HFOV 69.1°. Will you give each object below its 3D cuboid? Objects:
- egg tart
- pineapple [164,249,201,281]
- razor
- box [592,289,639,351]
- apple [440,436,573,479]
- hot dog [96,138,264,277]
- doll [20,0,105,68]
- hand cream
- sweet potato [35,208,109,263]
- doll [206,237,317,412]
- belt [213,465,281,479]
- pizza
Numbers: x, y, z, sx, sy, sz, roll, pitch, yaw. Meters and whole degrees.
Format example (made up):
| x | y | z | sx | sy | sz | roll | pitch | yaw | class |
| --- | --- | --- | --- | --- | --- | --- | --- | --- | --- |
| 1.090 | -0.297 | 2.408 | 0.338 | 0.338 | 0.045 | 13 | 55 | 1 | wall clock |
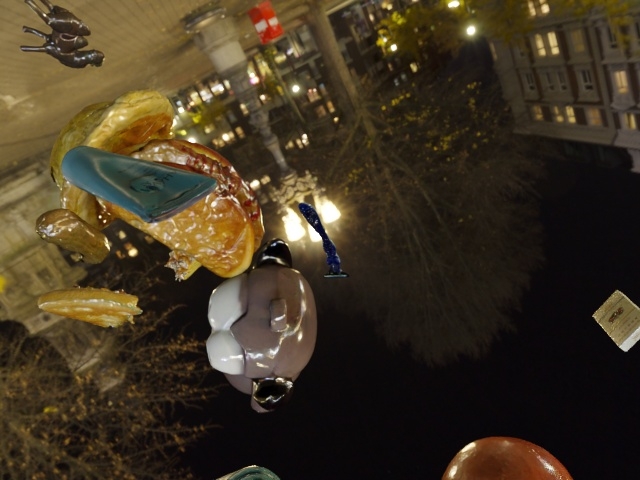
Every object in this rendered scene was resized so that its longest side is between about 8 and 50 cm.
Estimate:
| x | y | z | sx | sy | sz | roll | pitch | yaw | class |
| --- | --- | --- | --- | --- | --- | --- | --- | --- | --- |
| -0.561 | -0.225 | 1.233 | 0.443 | 0.178 | 0.443 | -60 | -176 | 7 | egg tart |
| -0.335 | 0.004 | 1.316 | 0.233 | 0.079 | 0.135 | -45 | 174 | -27 | pineapple |
| 0.002 | -0.002 | 0.726 | 0.044 | 0.154 | 0.028 | -7 | -143 | 27 | razor |
| 0.714 | 0.186 | 1.103 | 0.090 | 0.024 | 0.167 | -58 | 180 | 19 | box |
| 0.330 | 0.492 | 0.838 | 0.252 | 0.271 | 0.206 | 9 | -167 | -19 | apple |
| -0.296 | -0.099 | 1.093 | 0.223 | 0.405 | 0.185 | -50 | -154 | 12 | hot dog |
| -0.548 | -0.434 | 1.000 | 0.139 | 0.165 | 0.057 | -43 | -135 | 39 | doll |
| -0.206 | -0.063 | 0.485 | 0.224 | 0.048 | 0.083 | 17 | -139 | 35 | hand cream |
| -0.441 | 0.001 | 0.857 | 0.233 | 0.081 | 0.062 | 108 | -5 | -71 | sweet potato |
| -0.068 | 0.111 | 0.558 | 0.117 | 0.181 | 0.257 | -1 | 161 | -6 | doll |
| -0.197 | 0.674 | 0.954 | 0.173 | 0.300 | 0.436 | -31 | 180 | 24 | belt |
| -0.634 | 0.188 | 1.340 | 0.290 | 0.228 | 0.081 | -2 | -122 | 6 | pizza |
